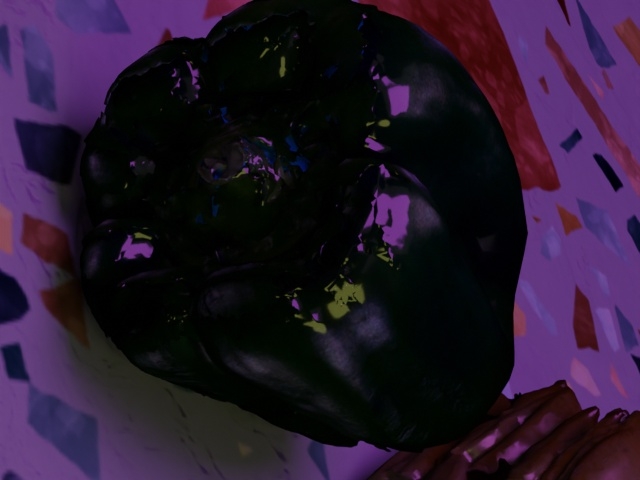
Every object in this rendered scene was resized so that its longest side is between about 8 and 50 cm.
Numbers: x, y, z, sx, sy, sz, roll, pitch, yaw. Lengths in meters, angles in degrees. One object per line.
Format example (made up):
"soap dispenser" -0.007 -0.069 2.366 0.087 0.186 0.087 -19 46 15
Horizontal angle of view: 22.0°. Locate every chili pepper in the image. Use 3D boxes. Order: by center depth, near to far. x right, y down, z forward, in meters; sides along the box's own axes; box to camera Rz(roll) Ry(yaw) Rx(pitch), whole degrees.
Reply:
"chili pepper" 0.000 0.000 0.978 0.256 0.233 0.249 43 51 -45

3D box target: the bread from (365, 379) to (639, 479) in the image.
"bread" 0.157 0.269 1.037 0.314 0.191 0.370 61 32 -7
